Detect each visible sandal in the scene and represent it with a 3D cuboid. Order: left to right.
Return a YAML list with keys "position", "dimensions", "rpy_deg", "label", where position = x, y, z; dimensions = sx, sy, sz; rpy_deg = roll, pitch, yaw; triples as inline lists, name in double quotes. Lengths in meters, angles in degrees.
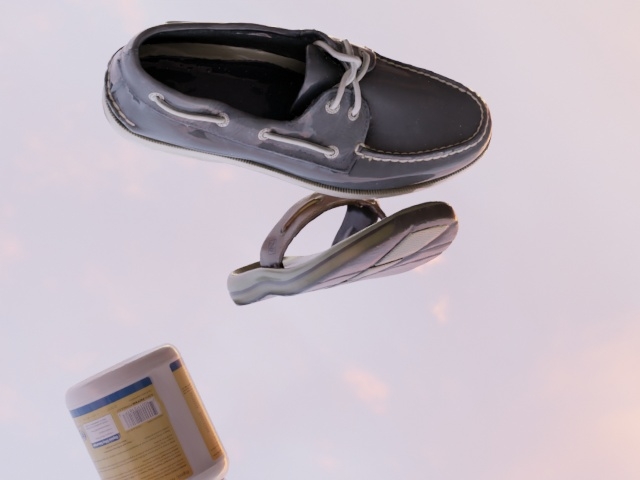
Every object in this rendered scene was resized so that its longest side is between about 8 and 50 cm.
- position: [-0.002, 0.000, 1.084]
  dimensions: [0.120, 0.303, 0.086]
  rpy_deg: [-10, -93, -35]
  label: "sandal"

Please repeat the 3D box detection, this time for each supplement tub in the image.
- position: [-0.193, 0.234, 1.412]
  dimensions: [0.144, 0.144, 0.199]
  rpy_deg: [-25, -89, -61]
  label: "supplement tub"

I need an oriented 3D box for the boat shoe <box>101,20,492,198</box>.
- position: [-0.007, -0.108, 0.954]
  dimensions: [0.319, 0.099, 0.116]
  rpy_deg: [7, -110, -12]
  label: "boat shoe"
